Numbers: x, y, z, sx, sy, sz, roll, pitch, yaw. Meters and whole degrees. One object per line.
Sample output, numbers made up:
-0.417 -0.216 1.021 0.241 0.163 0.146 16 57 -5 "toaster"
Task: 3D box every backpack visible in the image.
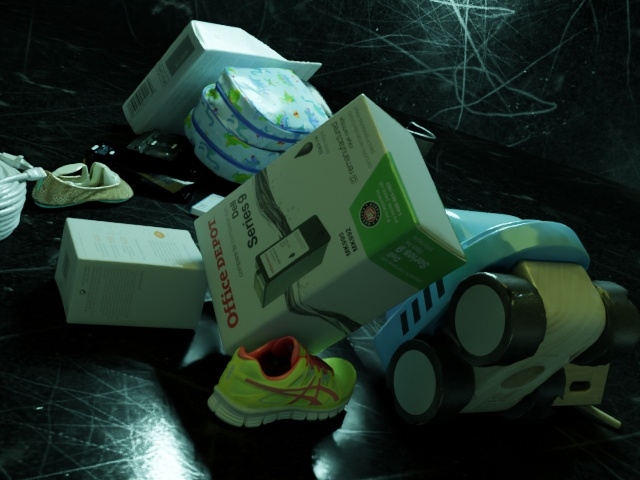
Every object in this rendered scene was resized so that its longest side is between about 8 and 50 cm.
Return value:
-0.126 -0.249 1.775 0.356 0.273 0.290 -15 66 -35 "backpack"

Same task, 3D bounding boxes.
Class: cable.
-0.551 -0.073 1.136 0.257 0.089 0.257 16 19 0 "cable"

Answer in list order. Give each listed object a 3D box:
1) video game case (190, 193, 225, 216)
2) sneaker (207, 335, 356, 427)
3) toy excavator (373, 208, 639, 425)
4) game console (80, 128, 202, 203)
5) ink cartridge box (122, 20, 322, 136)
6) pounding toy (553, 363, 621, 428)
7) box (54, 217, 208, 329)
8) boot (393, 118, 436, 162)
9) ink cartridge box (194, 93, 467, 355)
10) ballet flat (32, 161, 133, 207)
-0.146 -0.043 1.512 0.166 0.015 0.119 19 18 7 "video game case"
-0.028 0.154 0.936 0.209 0.094 0.081 -2 25 -46 "sneaker"
0.154 0.049 1.134 0.223 0.433 0.445 5 50 -31 "toy excavator"
-0.337 -0.168 1.660 0.213 0.043 0.361 17 19 -4 "game console"
-0.227 -0.367 1.916 0.385 0.308 0.091 -8 65 -49 "ink cartridge box"
0.343 0.200 1.155 0.141 0.100 0.130 7 7 -34 "pounding toy"
-0.247 0.044 1.061 0.171 0.091 0.130 7 21 -27 "box"
0.202 -0.121 1.707 0.338 0.222 0.118 27 20 26 "boot"
0.000 0.000 0.986 0.122 0.289 0.211 29 34 -47 "ink cartridge box"
-0.392 -0.097 1.371 0.073 0.067 0.206 25 20 25 "ballet flat"
